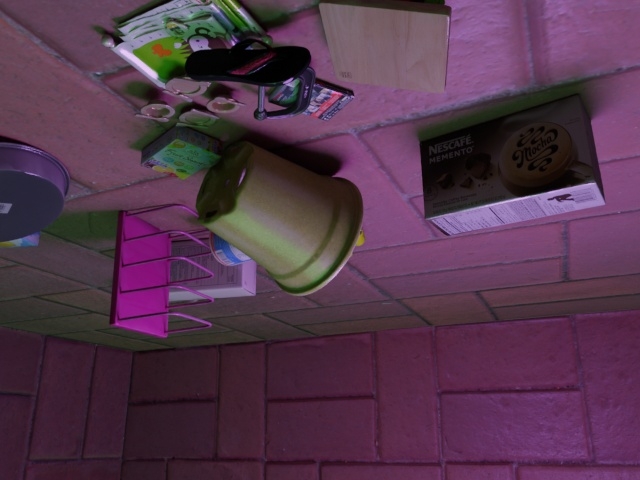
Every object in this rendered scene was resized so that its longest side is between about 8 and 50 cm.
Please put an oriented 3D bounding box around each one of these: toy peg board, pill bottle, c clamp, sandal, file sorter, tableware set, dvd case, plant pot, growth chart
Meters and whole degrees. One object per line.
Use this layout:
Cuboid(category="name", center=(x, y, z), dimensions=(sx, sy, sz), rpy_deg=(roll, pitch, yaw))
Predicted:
Cuboid(category="toy peg board", center=(0.096, -0.284, 0.748), dimensions=(0.160, 0.079, 0.161), rpy_deg=(12, 163, 14))
Cuboid(category="pill bottle", center=(-0.164, -0.014, 1.407), dimensions=(0.221, 0.124, 0.124), rpy_deg=(-15, 156, 34))
Cuboid(category="c clamp", center=(-0.075, -0.232, 0.875), dimensions=(0.137, 0.022, 0.161), rpy_deg=(-17, 163, -7))
Cuboid(category="sandal", center=(-0.103, -0.249, 0.771), dimensions=(0.179, 0.067, 0.040), rpy_deg=(0, 151, 4))
Cuboid(category="file sorter", center=(-0.385, 0.079, 1.421), dimensions=(0.182, 0.291, 0.202), rpy_deg=(-10, 159, 19))
Cuboid(category="tableware set", center=(-0.214, -0.223, 0.931), dimensions=(0.141, 0.020, 0.168), rpy_deg=(6, 164, -43))
Cuboid(category="dvd case", center=(-0.016, -0.239, 0.935), dimensions=(0.119, 0.013, 0.087), rpy_deg=(10, 158, -29))
Cuboid(category="plant pot", center=(-0.098, -0.060, 1.122), dimensions=(0.253, 0.276, 0.276), rpy_deg=(29, 147, -35))
Cuboid(category="growth chart", center=(-0.187, -0.282, 0.799), dimensions=(0.237, 0.021, 0.172), rpy_deg=(-12, 159, 31))

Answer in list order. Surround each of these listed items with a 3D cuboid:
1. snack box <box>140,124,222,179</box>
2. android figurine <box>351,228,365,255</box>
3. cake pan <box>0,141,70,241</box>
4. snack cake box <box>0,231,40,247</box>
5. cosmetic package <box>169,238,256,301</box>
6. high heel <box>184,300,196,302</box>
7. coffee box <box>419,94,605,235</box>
Cuboid(category="snack box", center=(-0.272, -0.169, 1.090), dimensions=(0.100, 0.037, 0.141), rpy_deg=(16, 154, -42))
Cuboid(category="android figurine", center=(0.000, 0.000, 1.552), dimensions=(0.248, 0.056, 0.273), rpy_deg=(-4, 160, 10))
Cuboid(category="cake pan", center=(-0.662, -0.085, 1.138), dimensions=(0.293, 0.054, 0.293), rpy_deg=(-20, 156, -10))
Cuboid(category="snack cake box", center=(-0.797, -0.064, 1.300), dimensions=(0.152, 0.089, 0.264), rpy_deg=(-3, 160, 8))
Cuboid(category="cosmetic package", center=(-0.351, 0.086, 1.637), dimensions=(0.309, 0.160, 0.113), rpy_deg=(-4, 161, 12))
Cuboid(category="high heel", center=(-0.574, 0.128, 1.893), dimensions=(0.377, 0.127, 0.181), rpy_deg=(-8, 131, 31))
Cuboid(category="coffee box", center=(0.344, -0.127, 1.033), dimensions=(0.297, 0.168, 0.118), rpy_deg=(-12, 157, 32))
